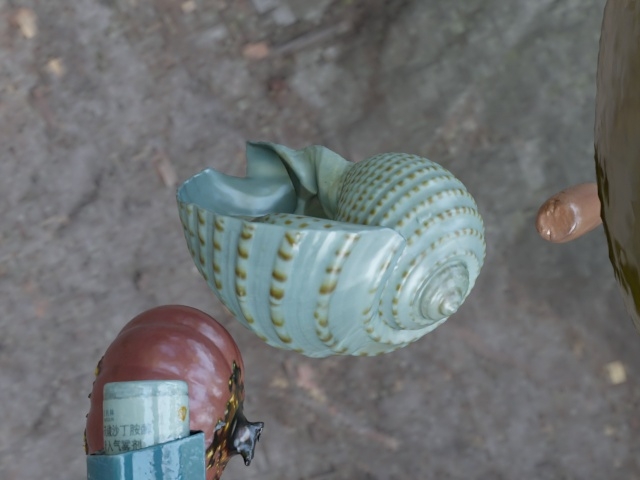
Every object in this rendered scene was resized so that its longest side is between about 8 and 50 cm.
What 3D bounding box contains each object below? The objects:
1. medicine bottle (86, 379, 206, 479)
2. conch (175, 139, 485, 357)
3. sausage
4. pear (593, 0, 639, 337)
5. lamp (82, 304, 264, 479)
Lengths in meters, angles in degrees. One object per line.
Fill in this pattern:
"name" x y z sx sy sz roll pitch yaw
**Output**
"medicine bottle" -0.109 0.229 1.274 0.124 0.079 0.258 0 83 -40
"conch" 0.003 0.017 1.873 0.303 0.319 0.215 -14 108 -43
"sausage" 0.172 -0.020 1.203 0.083 0.034 0.034 -24 92 -60
"pear" 0.226 -0.016 0.631 0.191 0.386 0.340 -12 117 -29
"lamp" -0.121 0.145 1.495 0.182 0.140 0.182 11 90 -79
